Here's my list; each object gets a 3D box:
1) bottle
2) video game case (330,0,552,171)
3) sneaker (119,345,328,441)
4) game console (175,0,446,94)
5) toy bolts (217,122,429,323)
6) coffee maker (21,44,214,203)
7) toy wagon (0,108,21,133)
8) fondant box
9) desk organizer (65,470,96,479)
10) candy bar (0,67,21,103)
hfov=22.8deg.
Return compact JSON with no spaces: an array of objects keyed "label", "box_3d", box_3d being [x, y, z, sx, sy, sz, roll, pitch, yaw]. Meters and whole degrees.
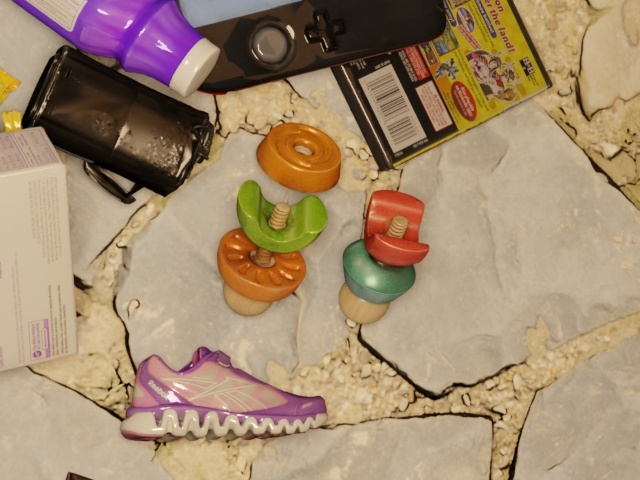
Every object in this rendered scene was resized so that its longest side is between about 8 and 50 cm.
[{"label":"bottle","box_3d":[-0.239,-0.260,1.704,0.283,0.092,0.118,36,47,5]},{"label":"video game case","box_3d":[0.120,-0.256,1.908,0.248,0.035,0.275,-27,94,-20]},{"label":"sneaker","box_3d":[-0.104,0.170,1.758,0.236,0.095,0.104,3,76,-19]},{"label":"game console","box_3d":[-0.055,-0.379,1.805,0.342,0.060,0.386,-16,93,-12]},{"label":"toy bolts","box_3d":[0.000,0.000,1.815,0.228,0.158,0.218,16,39,-8]},{"label":"coffee maker","box_3d":[-0.217,-0.134,1.699,0.178,0.171,0.120,24,60,-19]},{"label":"toy wagon","box_3d":[-0.486,-0.127,1.644,0.344,0.068,0.267,10,82,-15]},{"label":"fondant box","box_3d":[-0.418,0.032,1.588,0.330,0.096,0.238,-12,126,-22]},{"label":"desk organizer","box_3d":[-0.220,0.295,1.724,0.130,0.047,0.050,22,76,-17]},{"label":"candy bar","box_3d":[-0.390,-0.125,1.717,0.040,0.018,0.161,39,74,-10]}]
